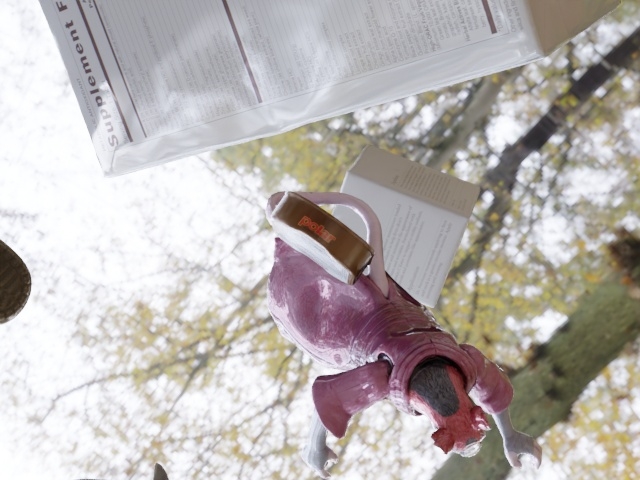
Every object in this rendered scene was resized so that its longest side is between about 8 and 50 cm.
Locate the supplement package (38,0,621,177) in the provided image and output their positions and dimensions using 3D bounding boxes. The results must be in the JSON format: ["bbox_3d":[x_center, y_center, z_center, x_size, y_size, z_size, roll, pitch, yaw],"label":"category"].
[{"bbox_3d":[-0.003,-0.134,0.531,0.134,0.244,0.139,-36,-69,-55],"label":"supplement package"}]

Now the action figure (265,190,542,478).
[{"bbox_3d":[0.095,0.108,1.159,0.248,0.276,0.370,-6,-164,-19],"label":"action figure"}]

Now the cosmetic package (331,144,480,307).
[{"bbox_3d":[0.114,-0.024,1.573,0.183,0.151,0.151,22,-156,6],"label":"cosmetic package"}]

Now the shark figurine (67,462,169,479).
[{"bbox_3d":[-0.181,0.247,0.975,0.278,0.116,0.166,25,-132,-35],"label":"shark figurine"}]

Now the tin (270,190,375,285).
[{"bbox_3d":[0.000,0.000,1.093,0.106,0.040,0.190,39,175,5],"label":"tin"}]

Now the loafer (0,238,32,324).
[{"bbox_3d":[-0.385,-0.017,0.989,0.268,0.092,0.102,50,-129,-19],"label":"loafer"}]
